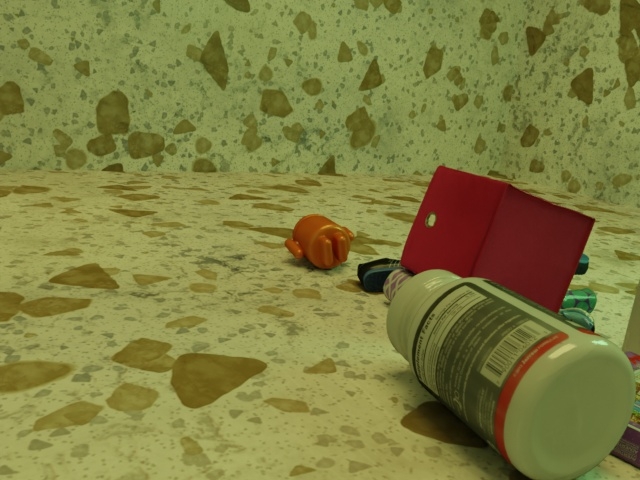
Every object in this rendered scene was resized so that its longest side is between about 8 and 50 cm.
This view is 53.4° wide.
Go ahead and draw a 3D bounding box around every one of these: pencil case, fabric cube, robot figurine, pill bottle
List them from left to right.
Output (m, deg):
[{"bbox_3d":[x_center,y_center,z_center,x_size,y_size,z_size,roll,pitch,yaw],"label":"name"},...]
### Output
[{"bbox_3d":[-0.002,0.000,1.726,0.128,0.158,0.219,43,-3,-27],"label":"robot figurine"},{"bbox_3d":[0.224,0.130,1.410,0.088,0.086,0.206,36,-3,-33],"label":"pencil case"},{"bbox_3d":[0.373,0.008,1.386,0.259,0.254,0.258,18,7,-25],"label":"fabric cube"},{"bbox_3d":[0.262,0.178,0.967,0.210,0.210,0.363,0,16,-23],"label":"pill bottle"},{"bbox_3d":[0.573,0.147,1.506,0.151,0.065,0.070,0,0,-18],"label":"pencil case"}]

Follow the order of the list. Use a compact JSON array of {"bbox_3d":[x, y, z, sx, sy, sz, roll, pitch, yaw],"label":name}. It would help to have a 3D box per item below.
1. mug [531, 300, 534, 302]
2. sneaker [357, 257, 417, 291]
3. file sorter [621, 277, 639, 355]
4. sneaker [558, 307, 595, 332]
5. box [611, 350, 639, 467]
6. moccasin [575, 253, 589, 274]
[{"bbox_3d":[0.453,0.187,1.191,0.150,0.113,0.169,-29,35,-28],"label":"mug"},{"bbox_3d":[0.205,0.079,1.592,0.232,0.082,0.090,1,22,-14],"label":"sneaker"},{"bbox_3d":[0.772,0.176,1.224,0.173,0.193,0.277,1,15,-27],"label":"file sorter"},{"bbox_3d":[0.520,0.182,1.395,0.073,0.064,0.162,-22,21,-36],"label":"sneaker"},{"bbox_3d":[0.523,0.268,1.028,0.293,0.057,0.200,-6,19,-39],"label":"box"},{"bbox_3d":[0.546,0.062,1.735,0.341,0.117,0.137,9,14,26],"label":"moccasin"}]
